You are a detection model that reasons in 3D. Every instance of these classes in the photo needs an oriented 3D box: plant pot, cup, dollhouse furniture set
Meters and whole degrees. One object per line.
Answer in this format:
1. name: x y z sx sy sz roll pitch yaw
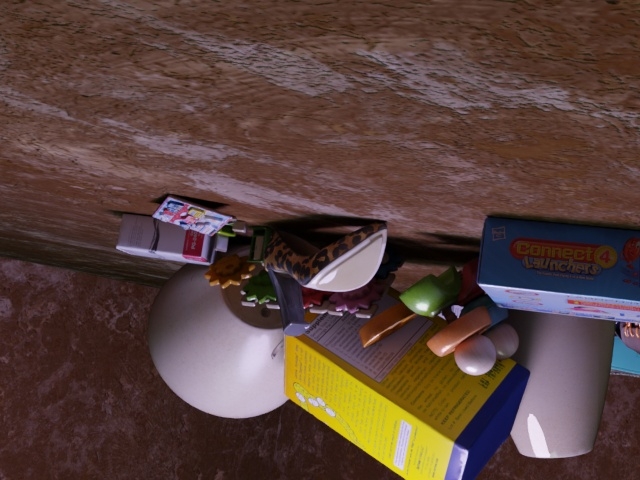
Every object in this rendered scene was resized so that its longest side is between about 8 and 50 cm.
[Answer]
1. plant pot: 0.393 0.228 1.699 0.256 0.274 0.256 -5 180 0
2. cup: -0.136 0.133 1.811 0.331 0.331 0.237 10 149 -16
3. dollhouse furniture set: -0.148 -0.005 1.539 0.076 0.058 0.152 0 170 45

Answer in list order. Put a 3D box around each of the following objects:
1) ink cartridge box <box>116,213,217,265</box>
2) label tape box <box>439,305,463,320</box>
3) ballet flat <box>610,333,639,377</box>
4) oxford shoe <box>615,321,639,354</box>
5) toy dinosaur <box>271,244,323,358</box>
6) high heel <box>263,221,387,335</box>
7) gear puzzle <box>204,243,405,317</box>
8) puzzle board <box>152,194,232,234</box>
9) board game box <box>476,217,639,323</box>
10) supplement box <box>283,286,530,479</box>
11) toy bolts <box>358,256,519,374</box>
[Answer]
1. ink cartridge box: -0.261 -0.001 1.681 0.150 0.063 0.109 8 173 6
2. label tape box: 0.376 0.278 2.496 0.334 0.240 0.106 10 171 -22
3. ballet flat: 0.618 0.236 2.323 0.483 0.164 0.182 7 -167 -7
4. oxford shoe: 0.666 0.191 1.943 0.133 0.130 0.363 13 174 8
5. toy dinosaur: -0.008 0.082 1.694 0.064 0.118 0.268 12 -140 36
6. high heel: 0.000 0.000 1.456 0.093 0.186 0.261 14 137 -34
7. gear puzzle: -0.040 0.045 1.608 0.339 0.175 0.044 4 127 27
8. puzzle board: -0.191 -0.033 1.439 0.096 0.011 0.128 19 164 -15
9. board game box: 0.377 0.050 1.285 0.308 0.086 0.302 6 172 15
10. supplement box: 0.133 0.238 1.629 0.356 0.194 0.195 31 143 24
11. toy bolts: 0.201 0.143 1.507 0.228 0.158 0.218 -17 160 -50
